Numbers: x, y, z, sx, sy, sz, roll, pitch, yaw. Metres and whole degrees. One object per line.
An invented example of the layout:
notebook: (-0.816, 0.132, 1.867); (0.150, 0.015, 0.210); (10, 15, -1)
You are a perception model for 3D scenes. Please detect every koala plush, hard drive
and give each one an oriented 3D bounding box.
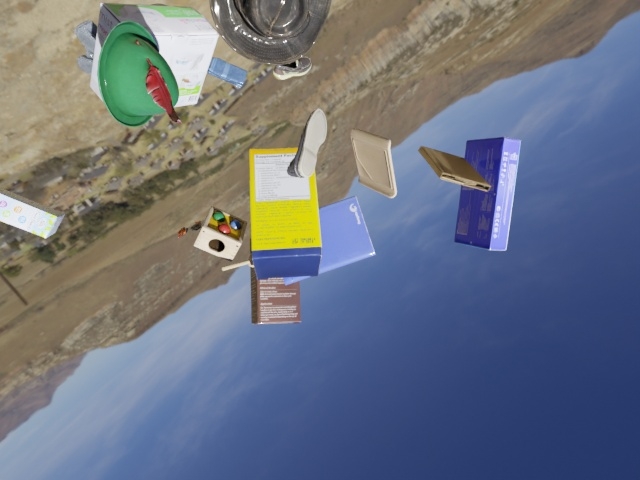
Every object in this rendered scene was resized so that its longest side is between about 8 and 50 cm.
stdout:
koala plush: (-0.788, -0.739, 1.639); (0.196, 0.203, 0.221); (-55, -169, 48)
hard drive: (0.000, 0.000, 1.423); (0.319, 0.210, 0.040); (-19, -178, 0)

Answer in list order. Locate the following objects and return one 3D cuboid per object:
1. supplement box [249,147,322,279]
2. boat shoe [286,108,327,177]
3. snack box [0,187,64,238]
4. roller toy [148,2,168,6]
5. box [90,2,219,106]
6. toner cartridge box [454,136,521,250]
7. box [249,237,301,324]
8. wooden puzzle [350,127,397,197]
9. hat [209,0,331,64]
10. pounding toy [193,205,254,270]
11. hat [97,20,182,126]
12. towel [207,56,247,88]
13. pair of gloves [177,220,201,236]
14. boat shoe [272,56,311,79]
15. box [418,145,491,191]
supplement box: (-0.108, -0.081, 1.285); (0.194, 0.356, 0.195); (-3, 158, -5)
boat shoe: (-0.039, -0.255, 1.104); (0.065, 0.075, 0.206); (-2, -116, 37)
snack box: (-0.800, -0.083, 1.109); (0.174, 0.207, 0.070); (13, -103, 63)
roller toy: (-0.606, -0.776, 1.607); (0.209, 0.191, 0.146); (-18, 155, 10)
box: (-0.423, -0.463, 1.090); (0.262, 0.127, 0.231); (-32, 164, -46)
toner cartridge box: (0.537, -0.151, 1.378); (0.075, 0.347, 0.165); (2, -172, -24)
box: (-0.198, 0.165, 1.817); (0.191, 0.381, 0.143); (2, 169, -21)
wooden puzzle: (0.210, -0.303, 1.639); (0.044, 0.238, 0.221); (-30, -140, -23)
hat: (-0.099, -0.584, 0.995); (0.331, 0.331, 0.134); (-38, -149, 1)
pounding toy: (-0.275, 0.006, 1.322); (0.094, 0.206, 0.181); (-56, -162, 30)
hat: (-0.258, -0.270, 0.745); (0.173, 0.184, 0.208); (55, 47, -73)
towel: (-0.303, -0.548, 1.382); (0.029, 0.119, 0.067); (139, -33, -63)
pair of gloves: (-0.433, -0.037, 1.403); (0.083, 0.010, 0.074); (-21, -154, -3)
boat shoe: (-0.079, -0.529, 1.281); (0.152, 0.056, 0.049); (-39, 171, -34)
box: (0.398, -0.219, 1.274); (0.201, 0.164, 0.021); (-102, -152, -55)
